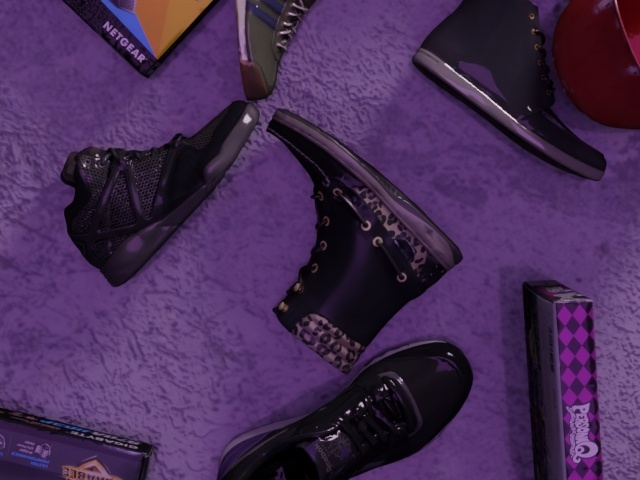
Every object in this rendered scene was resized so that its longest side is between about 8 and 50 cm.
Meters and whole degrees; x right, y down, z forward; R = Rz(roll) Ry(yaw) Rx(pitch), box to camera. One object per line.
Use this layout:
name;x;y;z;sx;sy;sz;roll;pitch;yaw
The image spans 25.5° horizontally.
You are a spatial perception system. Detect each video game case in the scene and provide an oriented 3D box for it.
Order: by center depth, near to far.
video game case;0.230;0.161;1.347;0.041;0.210;0.232;-4;92;0

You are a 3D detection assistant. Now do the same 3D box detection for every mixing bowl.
mixing bowl;0.288;-0.177;1.364;0.098;0.181;0.181;-24;93;35

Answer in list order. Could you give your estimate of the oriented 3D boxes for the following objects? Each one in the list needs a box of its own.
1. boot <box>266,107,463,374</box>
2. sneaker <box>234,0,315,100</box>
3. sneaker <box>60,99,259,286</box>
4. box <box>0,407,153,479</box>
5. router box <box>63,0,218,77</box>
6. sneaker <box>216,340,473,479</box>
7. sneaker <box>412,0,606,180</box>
boot;0.001;0.001;1.403;0.236;0.085;0.178;40;95;-2
sneaker;-0.039;-0.237;1.399;0.086;0.064;0.192;-3;90;6
sneaker;-0.168;-0.074;1.399;0.130;0.087;0.227;44;98;-8
box;-0.296;0.269;1.437;0.220;0.051;0.175;14;93;-1
router box;-0.195;-0.271;1.409;0.179;0.046;0.133;43;92;-2
sneaker;0.029;0.199;1.393;0.283;0.124;0.107;-30;93;2
sneaker;0.211;-0.159;1.392;0.222;0.083;0.118;36;92;0
